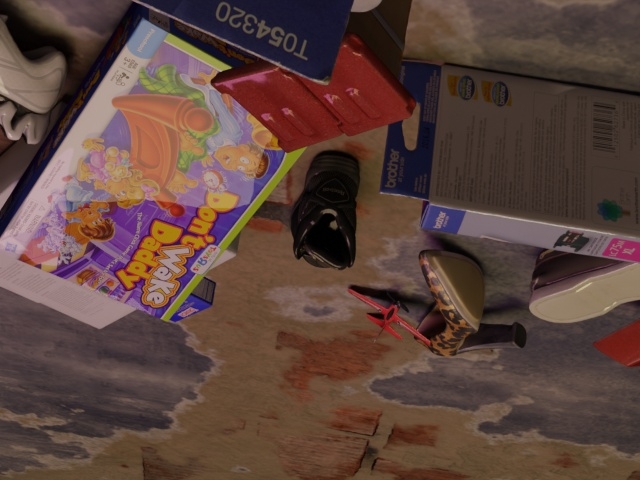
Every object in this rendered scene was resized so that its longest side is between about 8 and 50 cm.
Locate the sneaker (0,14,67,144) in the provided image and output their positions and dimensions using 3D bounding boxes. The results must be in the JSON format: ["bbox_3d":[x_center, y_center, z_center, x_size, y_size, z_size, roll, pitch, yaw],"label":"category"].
[{"bbox_3d":[-0.408,-0.213,1.122,0.292,0.110,0.118,25,101,-37],"label":"sneaker"}]

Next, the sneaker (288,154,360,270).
[{"bbox_3d":[0.000,0.000,1.366,0.087,0.130,0.227,12,150,-4],"label":"sneaker"}]

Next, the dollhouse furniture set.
[{"bbox_3d":[-0.058,-0.269,0.873,0.152,0.201,0.374,-10,143,35],"label":"dollhouse furniture set"}]

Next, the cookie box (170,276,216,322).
[{"bbox_3d":[-0.210,0.064,1.410,0.107,0.040,0.092,30,143,-32],"label":"cookie box"}]

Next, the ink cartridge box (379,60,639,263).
[{"bbox_3d":[0.221,-0.086,1.119,0.311,0.186,0.065,10,150,-3],"label":"ink cartridge box"}]

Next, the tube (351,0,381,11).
[{"bbox_3d":[0.047,-0.277,0.830,0.052,0.207,0.080,3,151,26],"label":"tube"}]

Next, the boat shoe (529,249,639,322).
[{"bbox_3d":[0.407,0.025,1.348,0.305,0.091,0.109,-19,139,36],"label":"boat shoe"}]

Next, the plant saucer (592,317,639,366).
[{"bbox_3d":[0.549,0.117,1.420,0.258,0.048,0.259,0,158,-24],"label":"plant saucer"}]

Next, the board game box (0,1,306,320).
[{"bbox_3d":[-0.187,-0.084,1.195,0.233,0.078,0.347,25,121,-26],"label":"board game box"}]

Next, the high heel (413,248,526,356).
[{"bbox_3d":[0.162,0.095,1.532,0.186,0.093,0.261,-6,143,40],"label":"high heel"}]

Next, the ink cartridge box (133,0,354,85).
[{"bbox_3d":[-0.075,-0.316,0.682,0.324,0.330,0.071,21,165,-21],"label":"ink cartridge box"}]

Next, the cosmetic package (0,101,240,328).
[{"bbox_3d":[-0.326,-0.016,1.437,0.284,0.097,0.377,27,146,-31],"label":"cosmetic package"}]

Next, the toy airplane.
[{"bbox_3d":[0.106,0.121,1.607,0.151,0.028,0.151,28,151,17],"label":"toy airplane"}]
